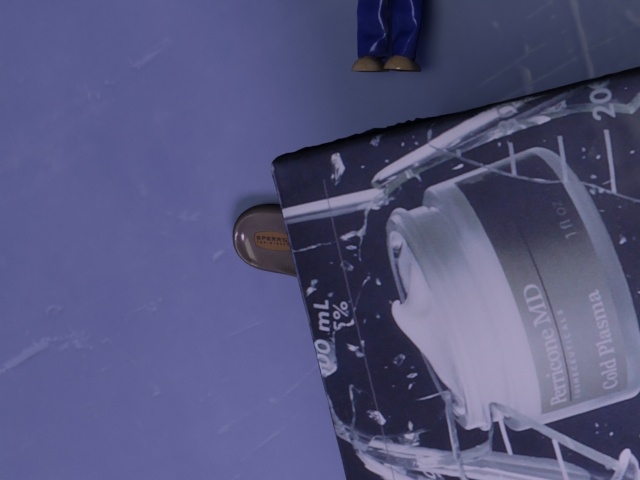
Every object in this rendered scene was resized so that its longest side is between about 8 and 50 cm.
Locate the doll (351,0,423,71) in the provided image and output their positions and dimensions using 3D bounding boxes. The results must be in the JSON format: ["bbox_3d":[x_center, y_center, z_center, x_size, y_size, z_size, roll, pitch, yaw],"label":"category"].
[{"bbox_3d":[0.067,-0.246,1.265,0.129,0.046,0.189,4,96,40],"label":"doll"}]

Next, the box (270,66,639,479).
[{"bbox_3d":[0.276,0.102,1.069,0.471,0.297,0.480,-12,94,35],"label":"box"}]

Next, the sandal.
[{"bbox_3d":[0.000,0.000,1.348,0.219,0.060,0.090,4,102,31],"label":"sandal"}]
